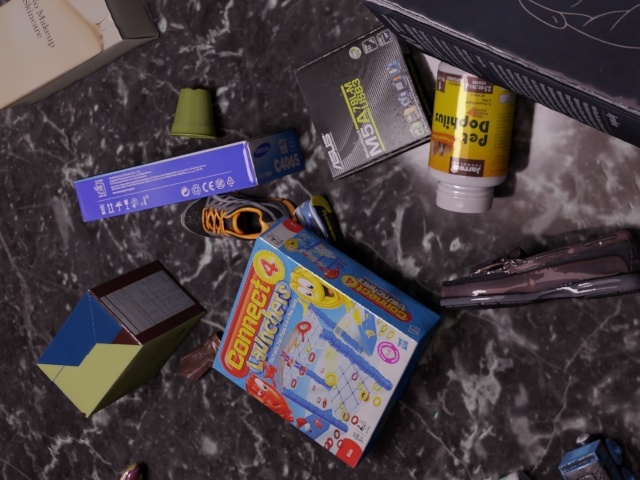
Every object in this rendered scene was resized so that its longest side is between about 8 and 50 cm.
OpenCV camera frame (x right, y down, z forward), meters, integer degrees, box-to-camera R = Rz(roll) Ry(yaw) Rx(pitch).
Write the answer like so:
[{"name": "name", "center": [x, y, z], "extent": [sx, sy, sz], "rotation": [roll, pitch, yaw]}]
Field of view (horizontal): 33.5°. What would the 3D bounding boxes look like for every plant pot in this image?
[{"name": "plant pot", "center": [-0.210, -0.212, 1.772], "extent": [0.083, 0.083, 0.079], "rotation": [5, 94, 26]}]

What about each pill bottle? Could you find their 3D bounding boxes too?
[{"name": "pill bottle", "center": [0.219, -0.153, 1.543], "extent": [0.117, 0.117, 0.215], "rotation": [11, 108, 24]}]

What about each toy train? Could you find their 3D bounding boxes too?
[{"name": "toy train", "center": [0.430, 0.379, 1.583], "extent": [0.080, 0.105, 0.184], "rotation": [-30, 89, 30]}]

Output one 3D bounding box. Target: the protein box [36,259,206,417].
[{"name": "protein box", "center": [-0.347, 0.169, 1.862], "extent": [0.136, 0.201, 0.200], "rotation": [45, 118, 10]}]

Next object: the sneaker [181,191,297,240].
[{"name": "sneaker", "center": [-0.148, -0.038, 1.778], "extent": [0.215, 0.083, 0.084], "rotation": [-2, 104, 28]}]

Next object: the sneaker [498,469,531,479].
[{"name": "sneaker", "center": [0.319, 0.507, 1.677], "extent": [0.151, 0.094, 0.256], "rotation": [-35, 76, 23]}]

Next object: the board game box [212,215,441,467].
[{"name": "board game box", "center": [0.000, 0.167, 1.718], "extent": [0.302, 0.086, 0.308], "rotation": [33, 128, 15]}]

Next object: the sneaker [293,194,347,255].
[{"name": "sneaker", "center": [0.000, 0.000, 1.733], "extent": [0.059, 0.053, 0.144], "rotation": [-19, 89, 35]}]

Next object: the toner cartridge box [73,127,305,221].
[{"name": "toner cartridge box", "center": [-0.218, -0.107, 1.748], "extent": [0.348, 0.165, 0.075], "rotation": [-10, 99, 28]}]

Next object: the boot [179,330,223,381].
[{"name": "boot", "center": [-0.197, 0.231, 1.898], "extent": [0.114, 0.037, 0.106], "rotation": [-36, 73, 26]}]

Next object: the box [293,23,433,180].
[{"name": "box", "center": [0.070, -0.213, 1.637], "extent": [0.184, 0.045, 0.190], "rotation": [-21, 88, 27]}]

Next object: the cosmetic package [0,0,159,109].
[{"name": "cosmetic package", "center": [-0.449, -0.357, 1.829], "extent": [0.309, 0.113, 0.160], "rotation": [-22, 92, 30]}]

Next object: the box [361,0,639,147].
[{"name": "box", "center": [0.380, -0.377, 1.239], "extent": [0.472, 0.297, 0.480], "rotation": [28, 96, 19]}]

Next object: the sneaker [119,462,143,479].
[{"name": "sneaker", "center": [-0.343, 0.510, 2.033], "extent": [0.084, 0.069, 0.185], "rotation": [15, 116, 13]}]

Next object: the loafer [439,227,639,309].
[{"name": "loafer", "center": [0.322, 0.045, 1.566], "extent": [0.302, 0.109, 0.095], "rotation": [-7, 81, 22]}]
